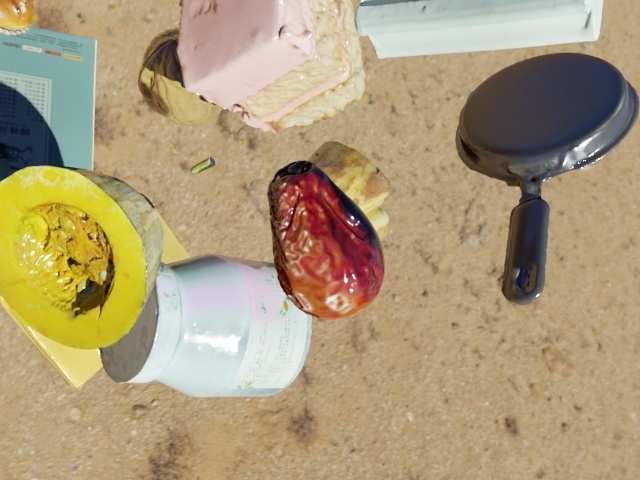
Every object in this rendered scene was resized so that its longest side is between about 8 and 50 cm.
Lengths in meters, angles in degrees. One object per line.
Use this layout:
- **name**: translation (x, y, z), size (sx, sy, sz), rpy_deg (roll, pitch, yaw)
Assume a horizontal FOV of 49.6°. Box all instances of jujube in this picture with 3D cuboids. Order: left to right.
- **jujube**: translation (0.000, 0.000, 1.016), size (0.168, 0.168, 0.236), rpy_deg (-36, 110, -40)

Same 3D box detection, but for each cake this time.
- **cake**: translation (-0.099, -0.406, 1.351), size (0.306, 0.293, 0.314), rpy_deg (13, 59, -57)

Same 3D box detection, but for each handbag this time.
- **handbag**: translation (-0.483, 0.108, 1.556), size (0.401, 0.133, 0.283), rpy_deg (-45, 107, -36)

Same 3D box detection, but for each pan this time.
- **pan**: translation (0.155, -0.059, 0.498), size (0.028, 0.136, 0.235), rpy_deg (56, 40, -42)

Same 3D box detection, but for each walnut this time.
- **walnut**: translation (-0.311, -0.378, 1.596), size (0.228, 0.228, 0.228), rpy_deg (15, 62, -30)

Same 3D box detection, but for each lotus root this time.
- **lotus root**: translation (0.036, -0.064, 1.716), size (0.316, 0.316, 0.250), rpy_deg (50, 37, -6)

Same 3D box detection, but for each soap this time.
- **soap**: translation (0.185, -0.306, 0.806), size (0.087, 0.265, 0.160), rpy_deg (31, 66, -57)

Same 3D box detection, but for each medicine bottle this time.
- **medicine bottle**: translation (-0.197, 0.142, 1.157), size (0.290, 0.245, 0.245), rpy_deg (9, 65, -42)

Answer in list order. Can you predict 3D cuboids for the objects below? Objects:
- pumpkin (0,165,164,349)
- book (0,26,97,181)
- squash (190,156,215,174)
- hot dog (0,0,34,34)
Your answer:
- **pumpkin**: translation (-0.268, 0.007, 0.801), size (0.217, 0.217, 0.110), rpy_deg (54, 33, -3)
- **book**: translation (-0.484, -0.182, 1.070), size (0.264, 0.031, 0.379), rpy_deg (6, 65, -25)
- **squash**: translation (-0.331, -0.205, 1.924), size (0.027, 0.083, 0.027), rpy_deg (34, 46, -44)
- **hot dog**: translation (-0.373, -0.339, 0.781), size (0.131, 0.069, 0.253), rpy_deg (27, 49, -60)
